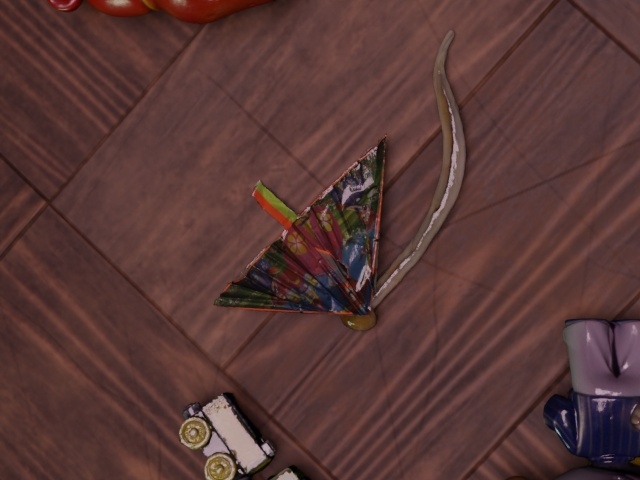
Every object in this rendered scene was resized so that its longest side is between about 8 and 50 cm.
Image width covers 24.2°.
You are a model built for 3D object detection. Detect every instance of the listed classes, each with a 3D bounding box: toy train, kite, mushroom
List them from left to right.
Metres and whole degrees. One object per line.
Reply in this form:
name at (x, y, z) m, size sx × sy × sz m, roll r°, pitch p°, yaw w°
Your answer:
toy train at (-0.060, 0.235, 1.472) m, size 0.081 × 0.060 × 0.202 m, roll -37°, pitch 84°, yaw 2°
kite at (0.000, 0.000, 1.461) m, size 0.183 × 0.014 × 0.241 m, roll 44°, pitch 98°, yaw 23°
mushroom at (0.097, -0.051, 1.452) m, size 0.068 × 0.043 × 0.306 m, roll 22°, pitch 93°, yaw -10°

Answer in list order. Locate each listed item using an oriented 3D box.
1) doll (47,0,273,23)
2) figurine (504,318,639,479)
doll at (-0.104, -0.302, 1.422) m, size 0.363 × 0.160 × 0.183 m, roll -20°, pitch 86°, yaw 13°
figurine at (0.280, 0.208, 1.378) m, size 0.194 × 0.133 × 0.274 m, roll 23°, pitch 81°, yaw -2°
